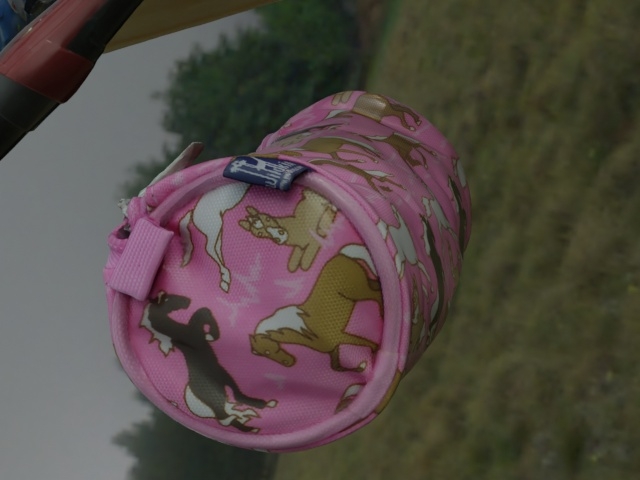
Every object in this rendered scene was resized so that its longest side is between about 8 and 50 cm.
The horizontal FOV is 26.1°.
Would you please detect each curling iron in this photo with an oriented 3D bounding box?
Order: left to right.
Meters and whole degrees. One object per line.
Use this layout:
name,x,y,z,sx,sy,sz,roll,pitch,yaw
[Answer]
curling iron,-0.114,-0.068,0.493,0.274,0.068,0.035,-48,34,17

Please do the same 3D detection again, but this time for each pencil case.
pencil case,0.000,0.000,0.861,0.386,0.160,0.167,-40,-66,-74

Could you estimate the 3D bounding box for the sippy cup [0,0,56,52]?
sippy cup,-0.395,-0.245,1.439,0.305,0.240,0.224,56,-168,-27

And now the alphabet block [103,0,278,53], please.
alphabet block,-0.117,-0.291,1.051,0.193,0.197,0.192,70,-173,-49

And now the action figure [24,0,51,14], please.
action figure,-0.144,-0.315,1.325,0.341,0.330,0.179,-1,-89,-55
